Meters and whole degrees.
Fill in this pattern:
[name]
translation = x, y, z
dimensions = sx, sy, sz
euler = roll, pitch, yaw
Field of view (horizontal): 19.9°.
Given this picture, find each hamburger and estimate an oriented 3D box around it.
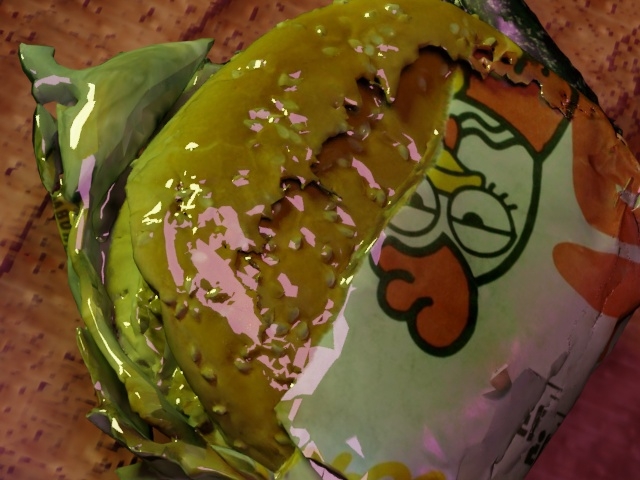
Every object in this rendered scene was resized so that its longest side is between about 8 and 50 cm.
[hamburger]
translation = -0.003, -0.002, 0.639
dimensions = 0.235, 0.125, 0.214
euler = 51, 52, -1

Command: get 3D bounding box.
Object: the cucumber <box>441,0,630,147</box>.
[cucumber]
translation = 0.067, -0.090, 0.755
dimensions = 0.044, 0.043, 0.256
euler = -27, 73, -20
